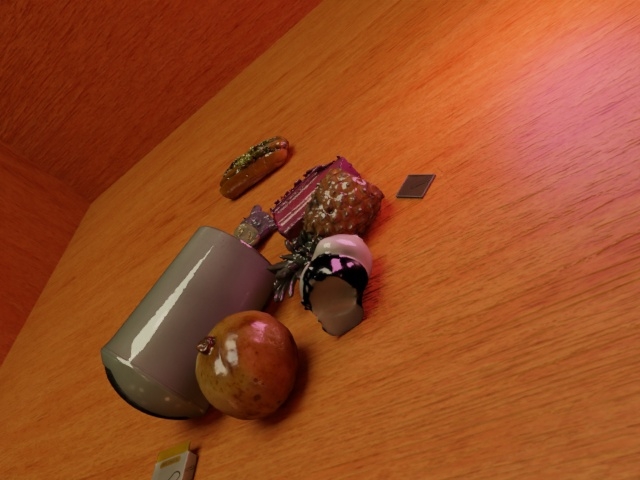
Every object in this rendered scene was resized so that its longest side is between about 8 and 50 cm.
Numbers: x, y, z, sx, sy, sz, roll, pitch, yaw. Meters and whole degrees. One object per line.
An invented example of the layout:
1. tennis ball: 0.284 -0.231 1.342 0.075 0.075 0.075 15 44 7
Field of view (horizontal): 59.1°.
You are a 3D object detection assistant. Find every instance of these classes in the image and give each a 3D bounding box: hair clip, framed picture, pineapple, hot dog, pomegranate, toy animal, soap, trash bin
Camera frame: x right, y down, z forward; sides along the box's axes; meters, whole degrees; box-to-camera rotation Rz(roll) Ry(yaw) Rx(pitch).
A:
1. hair clip: -0.205 -0.033 1.686 0.146 0.056 0.187 -47 26 -8
2. framed picture: 0.214 -0.123 1.275 0.089 0.006 0.066 7 61 56
3. pineapple: 0.000 0.000 1.297 0.341 0.169 0.169 -57 29 -1
4. hot dog: -0.233 -0.265 1.953 0.337 0.100 0.135 -29 34 33
5. pomegranate: -0.152 0.246 1.146 0.215 0.215 0.215 -34 33 26
6. toy animal: 0.033 0.075 1.160 0.179 0.138 0.166 -73 -6 -49
7. soap: -0.008 -0.108 1.467 0.250 0.099 0.162 -42 30 14
8. trash bin: -0.309 0.206 1.346 0.280 0.280 0.432 0 53 54

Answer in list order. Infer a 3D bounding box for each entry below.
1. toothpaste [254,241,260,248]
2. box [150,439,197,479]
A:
1. toothpaste: -0.266 0.087 1.651 0.089 0.057 0.234 1 46 53
2. box: -0.332 0.562 1.205 0.129 0.033 0.247 -30 35 32
